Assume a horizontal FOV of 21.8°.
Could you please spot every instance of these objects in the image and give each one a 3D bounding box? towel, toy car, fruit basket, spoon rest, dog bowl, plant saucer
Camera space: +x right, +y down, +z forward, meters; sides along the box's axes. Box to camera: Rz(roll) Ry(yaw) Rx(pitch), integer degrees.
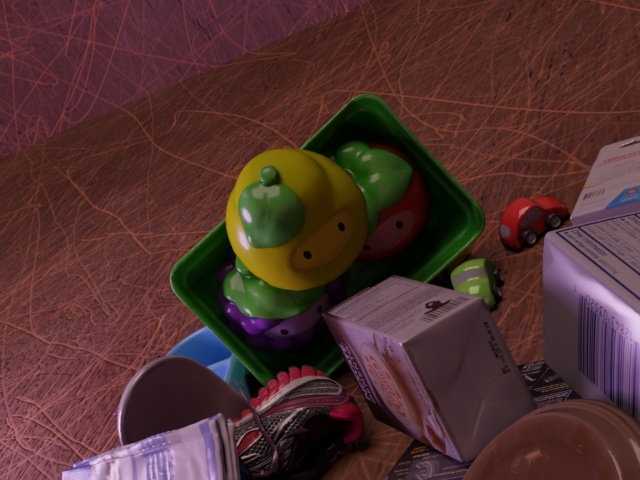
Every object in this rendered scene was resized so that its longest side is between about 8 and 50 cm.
[{"bbox_3d":[-0.185,0.321,1.840,0.285,0.209,0.034,-21,-21,41],"label":"towel"},{"bbox_3d":[0.208,0.023,2.188,0.239,0.053,0.225,-23,22,19],"label":"toy car"},{"bbox_3d":[0.000,0.000,2.107,0.392,0.283,0.392,-42,7,7],"label":"fruit basket"},{"bbox_3d":[-0.135,0.209,1.996,0.084,0.137,0.276,14,2,40],"label":"spoon rest"},{"bbox_3d":[-0.156,0.205,2.223,0.166,0.074,0.297,-23,21,19],"label":"dog bowl"},{"bbox_3d":[0.194,0.268,1.452,0.278,0.041,0.278,-34,45,41],"label":"plant saucer"}]

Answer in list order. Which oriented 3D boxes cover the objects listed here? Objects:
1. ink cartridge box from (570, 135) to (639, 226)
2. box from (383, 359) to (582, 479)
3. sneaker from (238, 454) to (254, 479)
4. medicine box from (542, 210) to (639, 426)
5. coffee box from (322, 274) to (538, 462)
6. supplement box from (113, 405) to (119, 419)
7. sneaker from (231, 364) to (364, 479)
[{"bbox_3d":[0.397,-0.065,2.130,0.104,0.061,0.181,-16,25,32],"label":"ink cartridge box"},{"bbox_3d":[0.240,0.196,1.668,0.307,0.076,0.242,-16,16,32],"label":"box"},{"bbox_3d":[-0.110,0.297,1.837,0.081,0.080,0.211,-37,55,13],"label":"sneaker"},{"bbox_3d":[0.389,0.077,1.511,0.289,0.149,0.263,-12,26,-18],"label":"medicine box"},{"bbox_3d":[0.108,0.126,1.704,0.098,0.141,0.246,-29,11,-14],"label":"coffee box"},{"bbox_3d":[-0.242,0.232,2.303,0.043,0.055,0.083,-20,22,29],"label":"supplement box"},{"bbox_3d":[-0.085,0.262,1.939,0.299,0.121,0.112,-40,36,-14],"label":"sneaker"}]
